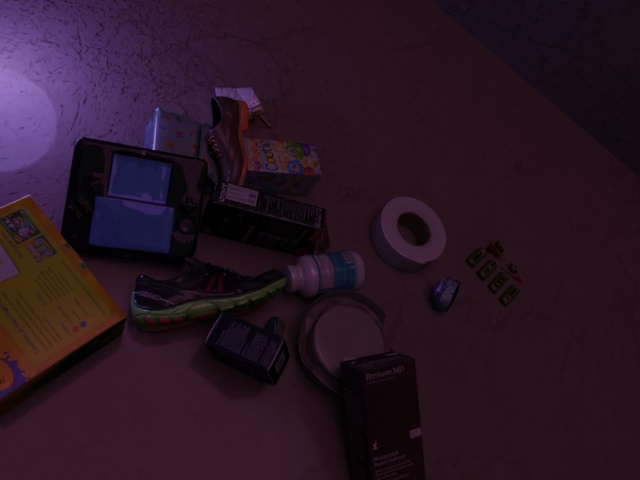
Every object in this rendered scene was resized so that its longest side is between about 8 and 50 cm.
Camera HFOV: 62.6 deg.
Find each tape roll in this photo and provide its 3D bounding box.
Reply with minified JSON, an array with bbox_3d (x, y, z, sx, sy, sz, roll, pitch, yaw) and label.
[{"bbox_3d":[0.337,-0.023,2.028,0.286,0.100,0.286,11,60,-20],"label":"tape roll"}]

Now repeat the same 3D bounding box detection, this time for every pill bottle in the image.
[{"bbox_3d":[0.007,0.115,1.774,0.264,0.146,0.146,-5,66,-26],"label":"pill bottle"}]

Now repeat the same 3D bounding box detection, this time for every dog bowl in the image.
[{"bbox_3d":[0.080,0.342,1.712,0.349,0.102,0.348,10,60,-19],"label":"dog bowl"}]

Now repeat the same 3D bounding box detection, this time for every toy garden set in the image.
[{"bbox_3d":[0.742,0.117,2.167,0.204,0.049,0.244,-35,81,-34],"label":"toy garden set"}]

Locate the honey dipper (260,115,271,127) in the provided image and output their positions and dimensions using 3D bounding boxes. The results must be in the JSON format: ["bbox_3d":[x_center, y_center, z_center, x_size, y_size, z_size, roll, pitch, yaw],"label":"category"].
[{"bbox_3d":[-0.248,-0.504,2.066,0.160,0.030,0.030,47,55,1],"label":"honey dipper"}]

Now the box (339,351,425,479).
[{"bbox_3d":[0.185,0.538,1.551,0.191,0.143,0.381,-6,89,-27],"label":"box"}]

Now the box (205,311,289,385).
[{"bbox_3d":[-0.207,0.313,1.521,0.207,0.153,0.108,20,62,15],"label":"box"}]

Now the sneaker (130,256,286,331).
[{"bbox_3d":[-0.323,0.134,1.591,0.483,0.185,0.202,-7,71,-29],"label":"sneaker"}]

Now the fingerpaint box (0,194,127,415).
[{"bbox_3d":[-0.801,0.160,1.370,0.444,0.163,0.371,48,54,6],"label":"fingerpaint box"}]

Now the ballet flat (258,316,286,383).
[{"bbox_3d":[-0.142,0.343,1.634,0.068,0.072,0.213,36,51,-41],"label":"ballet flat"}]

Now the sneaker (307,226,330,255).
[{"bbox_3d":[0.000,0.000,1.895,0.071,0.066,0.188,28,59,-29],"label":"sneaker"}]

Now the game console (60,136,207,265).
[{"bbox_3d":[-0.556,-0.112,1.592,0.387,0.060,0.341,9,92,-17],"label":"game console"}]

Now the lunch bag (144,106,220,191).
[{"bbox_3d":[-0.453,-0.295,1.782,0.262,0.160,0.223,16,55,-31],"label":"lunch bag"}]

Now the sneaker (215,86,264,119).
[{"bbox_3d":[-0.287,-0.459,1.957,0.169,0.108,0.292,-9,66,-13],"label":"sneaker"}]

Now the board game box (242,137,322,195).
[{"bbox_3d":[-0.157,-0.264,1.905,0.276,0.144,0.142,1,63,-25],"label":"board game box"}]

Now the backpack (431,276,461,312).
[{"bbox_3d":[0.460,0.204,1.963,0.084,0.105,0.114,22,54,15],"label":"backpack"}]

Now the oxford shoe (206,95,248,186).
[{"bbox_3d":[-0.328,-0.310,1.777,0.133,0.130,0.363,8,74,-38],"label":"oxford shoe"}]

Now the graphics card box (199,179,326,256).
[{"bbox_3d":[-0.191,-0.064,1.728,0.371,0.233,0.094,13,63,-17],"label":"graphics card box"}]
